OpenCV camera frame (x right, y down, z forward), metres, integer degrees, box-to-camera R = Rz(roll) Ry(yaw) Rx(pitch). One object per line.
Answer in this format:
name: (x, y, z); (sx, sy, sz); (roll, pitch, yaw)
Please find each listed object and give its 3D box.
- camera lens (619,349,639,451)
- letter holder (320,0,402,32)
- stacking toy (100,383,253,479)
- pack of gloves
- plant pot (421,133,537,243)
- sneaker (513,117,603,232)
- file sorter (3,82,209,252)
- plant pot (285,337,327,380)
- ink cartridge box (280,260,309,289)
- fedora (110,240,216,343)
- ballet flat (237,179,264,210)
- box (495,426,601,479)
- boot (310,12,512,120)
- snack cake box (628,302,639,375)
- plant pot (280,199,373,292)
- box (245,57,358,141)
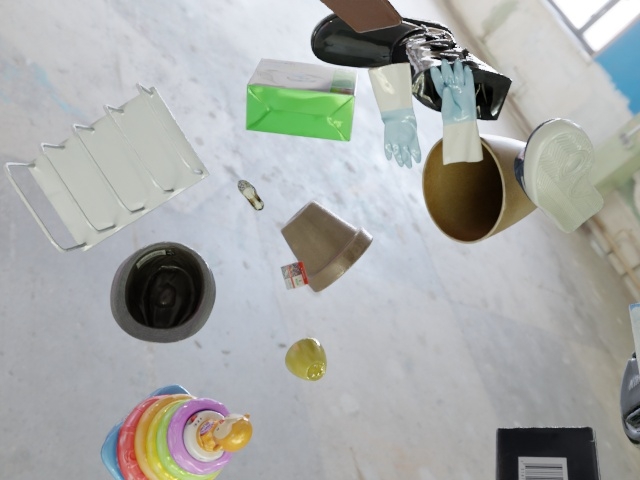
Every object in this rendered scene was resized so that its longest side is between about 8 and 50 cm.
camera lens: (0.640, 0.261, 1.129); (0.274, 0.219, 0.219); (16, 32, 6)
letter holder: (0.070, -0.510, 1.218); (0.302, 0.214, 0.152); (27, 77, -44)
stacking toy: (-0.180, 0.288, 1.022); (0.165, 0.302, 0.175); (52, 54, -5)
pack of gloves: (0.208, -0.236, 1.390); (0.046, 0.195, 0.232); (-78, 157, -53)
plant pot: (0.394, -0.131, 1.563); (0.254, 0.237, 0.237); (-13, 63, -35)
sneaker: (0.395, -0.133, 1.257); (0.148, 0.131, 0.350); (56, 7, 32)
file sorter: (-0.370, -0.127, 1.251); (0.192, 0.278, 0.173); (58, -1, -6)
plant pot: (-0.032, 0.386, 2.223); (0.134, 0.134, 0.095); (27, 8, -32)
ink cartridge box: (-0.064, 0.086, 1.752); (0.029, 0.115, 0.062); (-16, 89, -19)
fedora: (-0.376, 0.140, 1.717); (0.244, 0.124, 0.275); (2, 61, -9)
ballet flat: (-0.187, -0.122, 1.953); (0.114, 0.041, 0.041); (54, 20, -42)
box: (0.505, 0.642, 1.536); (0.293, 0.212, 0.395); (-74, 153, -49)
boot: (0.180, -0.395, 1.592); (0.367, 0.146, 0.445); (-3, 33, -6)
snack cake box: (0.494, 0.103, 0.817); (0.264, 0.152, 0.089); (5, 75, -40)
plant pot: (0.000, 0.000, 2.282); (0.229, 0.263, 0.263); (47, 30, -7)
box: (-0.041, -0.356, 1.793); (0.262, 0.126, 0.231); (7, 31, 2)
